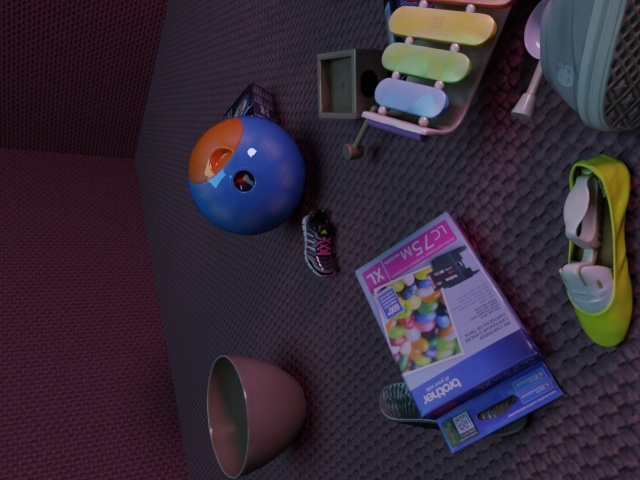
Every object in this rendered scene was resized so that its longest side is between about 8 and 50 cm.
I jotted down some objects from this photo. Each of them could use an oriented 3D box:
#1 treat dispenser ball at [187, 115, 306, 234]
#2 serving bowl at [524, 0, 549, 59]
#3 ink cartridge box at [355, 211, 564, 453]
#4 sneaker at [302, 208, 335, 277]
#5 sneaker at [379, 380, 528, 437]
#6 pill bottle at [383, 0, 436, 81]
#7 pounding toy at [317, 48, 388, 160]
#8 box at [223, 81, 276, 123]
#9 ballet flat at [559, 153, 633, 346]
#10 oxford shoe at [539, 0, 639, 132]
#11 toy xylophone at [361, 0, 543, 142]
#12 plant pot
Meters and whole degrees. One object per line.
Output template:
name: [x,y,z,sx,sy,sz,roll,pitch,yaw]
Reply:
treat dispenser ball: [-0.177,-0.156,1.286,0.288,0.287,0.289,-2,88,60]
serving bowl: [0.313,-0.280,0.699,0.083,0.027,0.084,-3,86,59]
ink cartridge box: [0.190,0.127,0.789,0.185,0.065,0.311,-35,56,16]
sneaker: [0.000,0.000,1.195,0.075,0.063,0.171,124,141,-52]
sneaker: [0.215,0.260,0.826,0.221,0.118,0.083,-2,67,32]
pill bottle: [0.168,-0.355,0.856,0.122,0.122,0.220,-22,70,58]
pounding toy: [0.083,-0.265,1.041,0.181,0.094,0.206,19,115,53]
box: [-0.196,-0.319,1.465,0.147,0.077,0.180,-38,46,35]
ballet flat: [0.321,0.013,0.630,0.077,0.077,0.231,3,93,59]
oxford shoe: [0.318,-0.336,0.522,0.130,0.169,0.450,-124,30,-54]
toy xylophone: [0.193,-0.280,0.698,0.236,0.081,0.323,17,93,39]
plant pot: [-0.147,0.420,1.315,0.284,0.190,0.285,1,91,60]
